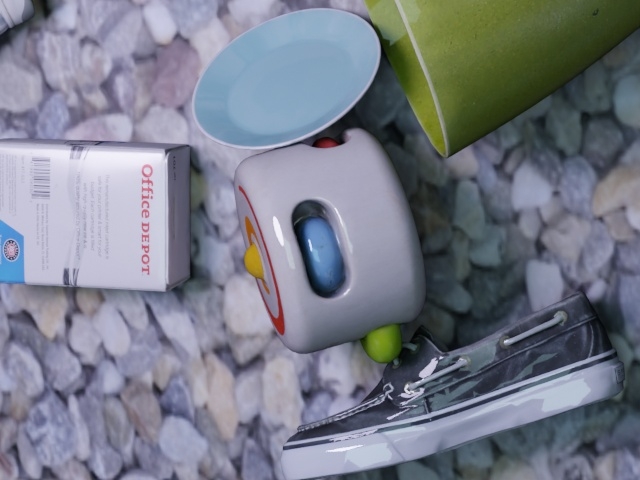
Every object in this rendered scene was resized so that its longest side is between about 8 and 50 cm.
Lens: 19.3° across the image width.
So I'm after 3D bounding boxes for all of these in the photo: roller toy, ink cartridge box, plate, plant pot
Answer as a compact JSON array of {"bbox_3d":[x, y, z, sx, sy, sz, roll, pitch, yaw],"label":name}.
[{"bbox_3d":[0.000,0.000,1.721,0.146,0.191,0.209,-16,48,-9],"label":"roller toy"},{"bbox_3d":[-0.228,-0.027,1.848,0.190,0.082,0.140,3,98,13],"label":"ink cartridge box"},{"bbox_3d":[-0.029,-0.146,1.756,0.188,0.188,0.024,-13,133,16],"label":"plate"},{"bbox_3d":[0.188,-0.255,1.639,0.293,0.275,0.275,-24,90,-1],"label":"plant pot"}]

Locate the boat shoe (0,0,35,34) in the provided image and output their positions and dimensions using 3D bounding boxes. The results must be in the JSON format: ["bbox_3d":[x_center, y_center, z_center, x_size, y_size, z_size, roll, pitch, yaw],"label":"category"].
[{"bbox_3d":[-0.395,-0.330,1.803,0.103,0.118,0.320,-34,109,-7],"label":"boat shoe"}]

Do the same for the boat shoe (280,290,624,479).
[{"bbox_3d":[0.114,0.137,1.774,0.335,0.121,0.119,-19,84,5],"label":"boat shoe"}]
